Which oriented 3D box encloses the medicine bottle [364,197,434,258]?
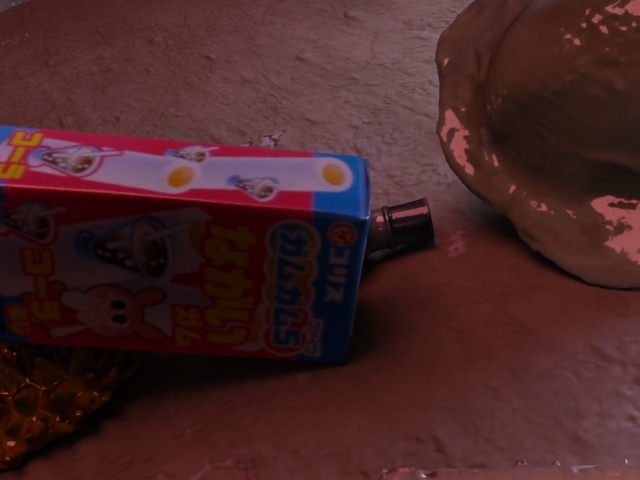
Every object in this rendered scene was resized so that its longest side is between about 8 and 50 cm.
[{"bbox_3d":[0.000,0.000,0.792,0.208,0.054,0.090,-12,15,3],"label":"medicine bottle"}]

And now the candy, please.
[{"bbox_3d":[-0.119,0.006,0.674,0.305,0.157,0.100,4,36,-4],"label":"candy"}]

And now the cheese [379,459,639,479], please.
[{"bbox_3d":[0.219,0.156,0.464,0.400,0.034,0.085,-7,34,21],"label":"cheese"}]

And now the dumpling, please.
[{"bbox_3d":[0.257,-0.124,0.703,0.270,0.212,0.320,-40,26,-24],"label":"dumpling"}]

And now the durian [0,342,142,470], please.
[{"bbox_3d":[-0.322,0.121,0.748,0.341,0.112,0.191,-5,33,19],"label":"durian"}]
